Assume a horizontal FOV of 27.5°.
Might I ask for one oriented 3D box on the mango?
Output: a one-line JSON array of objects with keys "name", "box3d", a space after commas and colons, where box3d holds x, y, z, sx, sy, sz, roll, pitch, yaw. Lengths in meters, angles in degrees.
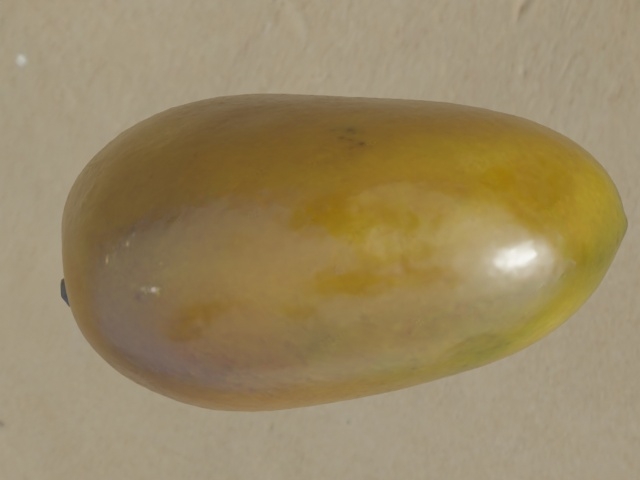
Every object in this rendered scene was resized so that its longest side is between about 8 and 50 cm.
[{"name": "mango", "box3d": [-0.006, 0.003, 0.568, 0.254, 0.175, 0.139, -4, 109, 38]}]
